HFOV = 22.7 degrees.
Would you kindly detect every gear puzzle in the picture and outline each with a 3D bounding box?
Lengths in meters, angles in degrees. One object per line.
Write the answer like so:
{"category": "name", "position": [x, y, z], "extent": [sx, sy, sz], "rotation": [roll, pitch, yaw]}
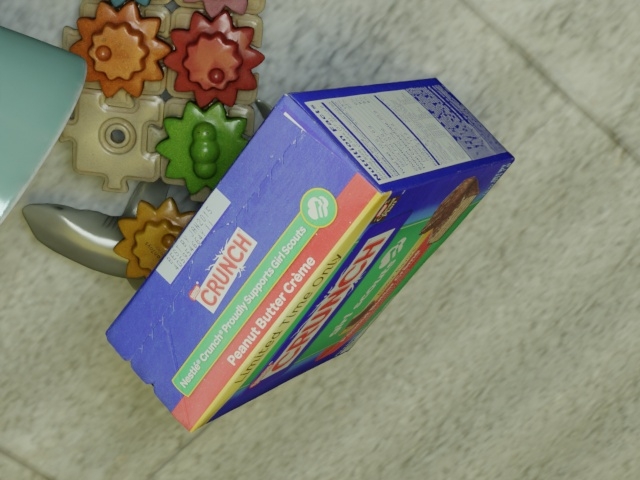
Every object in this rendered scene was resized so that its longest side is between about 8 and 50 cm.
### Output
{"category": "gear puzzle", "position": [-0.140, -0.113, 1.368], "extent": [0.175, 0.044, 0.339], "rotation": [6, 109, 1]}

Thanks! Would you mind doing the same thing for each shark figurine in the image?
{"category": "shark figurine", "position": [-0.114, -0.002, 1.472], "extent": [0.278, 0.116, 0.166], "rotation": [-21, 126, 6]}

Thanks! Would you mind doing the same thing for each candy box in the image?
{"category": "candy box", "position": [0.000, 0.000, 1.371], "extent": [0.122, 0.317, 0.268], "rotation": [45, 114, 14]}

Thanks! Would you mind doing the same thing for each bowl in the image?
{"category": "bowl", "position": [-0.345, -0.070, 1.274], "extent": [0.163, 0.311, 0.311], "rotation": [38, 110, -21]}
